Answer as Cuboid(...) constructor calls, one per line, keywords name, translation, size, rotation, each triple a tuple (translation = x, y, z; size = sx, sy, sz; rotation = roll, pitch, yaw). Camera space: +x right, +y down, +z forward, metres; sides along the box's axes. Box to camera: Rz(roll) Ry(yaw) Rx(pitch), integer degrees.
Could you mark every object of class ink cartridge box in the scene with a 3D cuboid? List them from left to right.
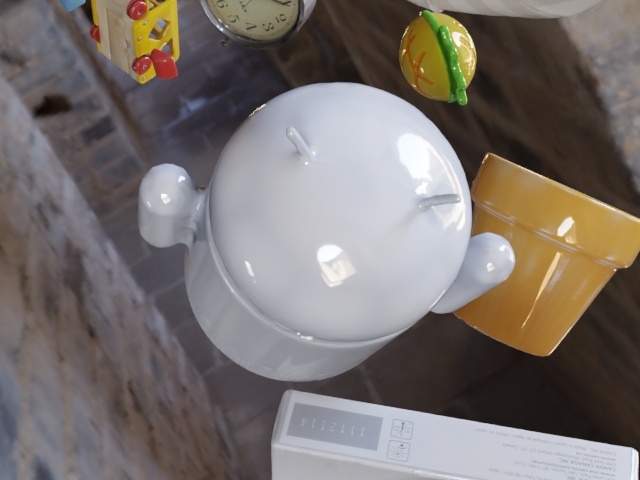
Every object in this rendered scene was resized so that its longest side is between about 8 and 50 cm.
Cuboid(name="ink cartridge box", translation=(0.107, 0.251, 1.015), size=(0.296, 0.261, 0.066), rotation=(9, 49, 7))

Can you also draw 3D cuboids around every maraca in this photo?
Cuboid(name="maraca", translation=(0.158, -0.239, 1.498), size=(0.099, 0.127, 0.185), rotation=(-22, 18, -1))

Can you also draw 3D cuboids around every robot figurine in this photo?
Cuboid(name="robot figurine", translation=(0.000, 0.000, 0.921), size=(0.353, 0.300, 0.200), rotation=(125, 152, -69))

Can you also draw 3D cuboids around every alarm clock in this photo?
Cuboid(name="alarm clock", translation=(-0.052, -0.282, 1.245), size=(0.192, 0.129, 0.064), rotation=(-6, 33, 35))

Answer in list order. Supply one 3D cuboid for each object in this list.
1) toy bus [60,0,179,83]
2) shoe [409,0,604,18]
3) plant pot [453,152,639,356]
Cuboid(name="toy bus", translation=(-0.239, -0.311, 1.498), size=(0.104, 0.191, 0.202), rotation=(-41, 23, -28))
Cuboid(name="shoe", translation=(0.120, -0.158, 0.603), size=(0.219, 0.058, 0.076), rotation=(8, 75, 51))
Cuboid(name="plant pot", translation=(0.248, 0.024, 1.321), size=(0.188, 0.205, 0.205), rotation=(-66, 25, 8))
